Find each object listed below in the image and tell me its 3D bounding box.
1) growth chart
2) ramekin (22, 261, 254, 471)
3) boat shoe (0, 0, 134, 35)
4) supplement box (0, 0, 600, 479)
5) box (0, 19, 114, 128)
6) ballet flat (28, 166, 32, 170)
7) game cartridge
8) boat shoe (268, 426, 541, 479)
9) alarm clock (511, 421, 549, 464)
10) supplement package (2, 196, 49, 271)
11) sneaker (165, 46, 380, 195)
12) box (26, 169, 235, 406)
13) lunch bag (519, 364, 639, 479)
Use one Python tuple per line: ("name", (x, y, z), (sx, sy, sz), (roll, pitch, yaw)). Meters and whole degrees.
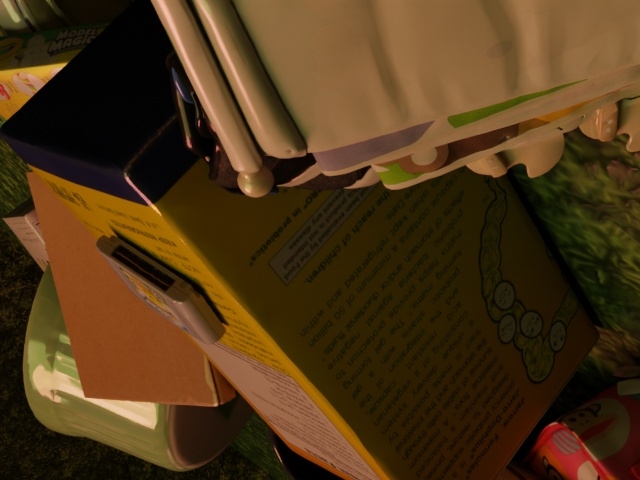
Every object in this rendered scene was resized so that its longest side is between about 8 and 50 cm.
("growth chart", (0.059, -0.079, 0.398), (0.172, 0.237, 0.021), (76, -177, -52))
("ramekin", (-0.136, 0.076, 1.011), (0.148, 0.303, 0.303), (22, 158, 18))
("boat shoe", (-0.148, -0.153, 0.833), (0.094, 0.109, 0.302), (-6, 140, 37))
("supplement box", (0.000, 0.000, 0.689), (0.194, 0.195, 0.356), (18, 151, 52))
("box", (-0.182, -0.111, 0.777), (0.179, 0.043, 0.105), (-3, 145, 23))
("ballet flat", (-0.302, -0.049, 1.240), (0.073, 0.067, 0.206), (-13, 92, 32))
("game cartridge", (-0.094, 0.030, 0.607), (0.083, 0.017, 0.056), (29, 162, 35))
("boat shoe", (0.089, 0.247, 0.852), (0.500, 0.156, 0.187), (38, 147, 62))
("alarm clock", (0.235, 0.240, 1.002), (0.129, 0.064, 0.192), (28, 156, 36))
("supplement package", (-0.297, 0.008, 1.388), (0.203, 0.149, 0.194), (56, 160, -15))
("sneaker", (0.000, -0.096, 0.441), (0.079, 0.121, 0.217), (56, 142, 32))
("box", (-0.154, 0.032, 0.817), (0.164, 0.021, 0.201), (-4, 103, 38))
("lunch bag", (0.264, 0.241, 0.726), (0.293, 0.120, 0.258), (57, 166, 23))
